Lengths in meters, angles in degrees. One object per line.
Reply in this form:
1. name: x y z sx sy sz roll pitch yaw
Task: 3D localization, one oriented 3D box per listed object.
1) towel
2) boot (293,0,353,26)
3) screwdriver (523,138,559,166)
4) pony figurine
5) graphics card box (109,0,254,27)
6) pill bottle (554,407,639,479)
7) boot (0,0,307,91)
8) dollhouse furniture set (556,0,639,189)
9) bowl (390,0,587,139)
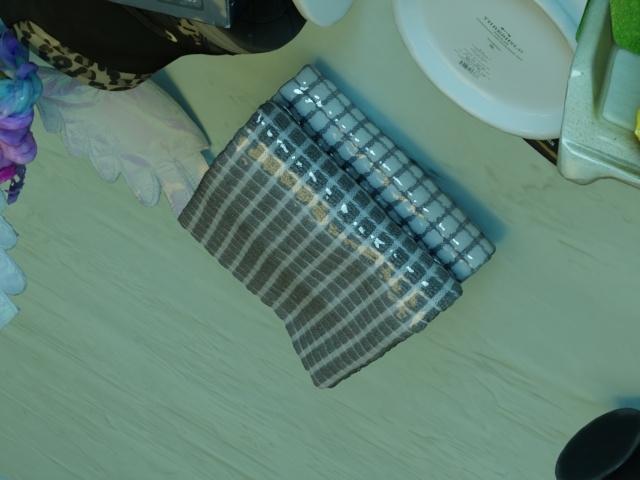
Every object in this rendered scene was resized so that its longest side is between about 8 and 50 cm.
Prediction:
1. towel: 0.000 0.000 1.455 0.235 0.121 0.283 43 155 0
2. boot: -0.029 -0.245 1.177 0.086 0.069 0.190 29 145 40
3. screwdriver: 0.124 -0.117 1.212 0.170 0.024 0.025 48 126 2
4. pony figurine: -0.316 -0.123 1.560 0.363 0.303 0.351 47 172 45
5. graphics card box: -0.143 -0.325 0.995 0.233 0.094 0.370 15 132 17
6. pill bottle: 0.303 0.253 1.428 0.219 0.123 0.123 50 154 -17
7. boot: -0.201 -0.272 1.296 0.377 0.138 0.284 43 156 -17
8. dollhouse furniture set: 0.225 -0.102 0.728 0.198 0.301 0.151 23 114 4
9. bowl: 0.136 -0.156 0.991 0.298 0.134 0.298 33 153 19
